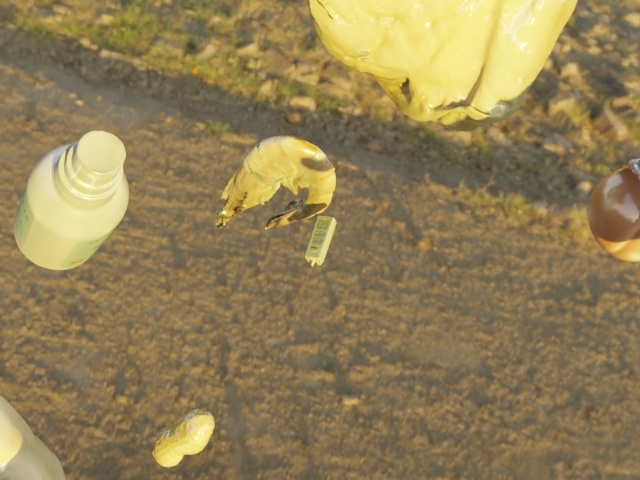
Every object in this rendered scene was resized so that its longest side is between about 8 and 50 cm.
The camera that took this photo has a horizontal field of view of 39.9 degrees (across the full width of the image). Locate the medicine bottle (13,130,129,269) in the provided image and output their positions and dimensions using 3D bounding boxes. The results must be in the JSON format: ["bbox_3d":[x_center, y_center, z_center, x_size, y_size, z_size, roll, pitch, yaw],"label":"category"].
[{"bbox_3d":[-0.275,-0.049,0.992,0.110,0.352,0.110,6,76,-22],"label":"medicine bottle"}]

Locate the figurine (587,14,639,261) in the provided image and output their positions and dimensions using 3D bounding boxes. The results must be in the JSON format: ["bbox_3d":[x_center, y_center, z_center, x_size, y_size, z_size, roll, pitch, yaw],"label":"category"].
[{"bbox_3d":[0.522,-0.154,1.175,0.277,0.248,0.388,14,71,-20],"label":"figurine"}]

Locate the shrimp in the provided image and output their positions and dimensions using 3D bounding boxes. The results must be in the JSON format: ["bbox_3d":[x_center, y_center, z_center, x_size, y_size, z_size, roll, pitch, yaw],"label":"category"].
[{"bbox_3d":[-0.063,-0.074,1.329,0.145,0.254,0.059,24,50,-14],"label":"shrimp"}]

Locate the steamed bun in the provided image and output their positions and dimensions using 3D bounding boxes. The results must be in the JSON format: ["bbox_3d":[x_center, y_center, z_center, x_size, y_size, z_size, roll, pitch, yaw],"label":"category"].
[{"bbox_3d":[0.149,-0.331,1.080,0.372,0.325,0.230,47,35,-3],"label":"steamed bun"}]

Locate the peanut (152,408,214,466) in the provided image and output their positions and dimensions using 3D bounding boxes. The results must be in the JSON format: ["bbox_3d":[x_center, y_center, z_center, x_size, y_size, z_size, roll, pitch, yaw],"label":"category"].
[{"bbox_3d":[-0.128,0.181,0.808,0.037,0.083,0.037,29,42,-30],"label":"peanut"}]

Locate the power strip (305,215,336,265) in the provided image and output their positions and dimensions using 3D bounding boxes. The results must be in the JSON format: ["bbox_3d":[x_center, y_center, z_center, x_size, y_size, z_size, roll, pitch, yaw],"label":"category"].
[{"bbox_3d":[0.000,0.000,1.261,0.027,0.017,0.083,5,60,25],"label":"power strip"}]

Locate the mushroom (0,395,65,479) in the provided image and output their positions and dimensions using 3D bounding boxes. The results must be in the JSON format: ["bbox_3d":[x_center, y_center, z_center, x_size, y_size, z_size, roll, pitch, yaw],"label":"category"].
[{"bbox_3d":[-0.462,0.338,1.107,0.353,0.353,0.325,18,16,1],"label":"mushroom"}]
